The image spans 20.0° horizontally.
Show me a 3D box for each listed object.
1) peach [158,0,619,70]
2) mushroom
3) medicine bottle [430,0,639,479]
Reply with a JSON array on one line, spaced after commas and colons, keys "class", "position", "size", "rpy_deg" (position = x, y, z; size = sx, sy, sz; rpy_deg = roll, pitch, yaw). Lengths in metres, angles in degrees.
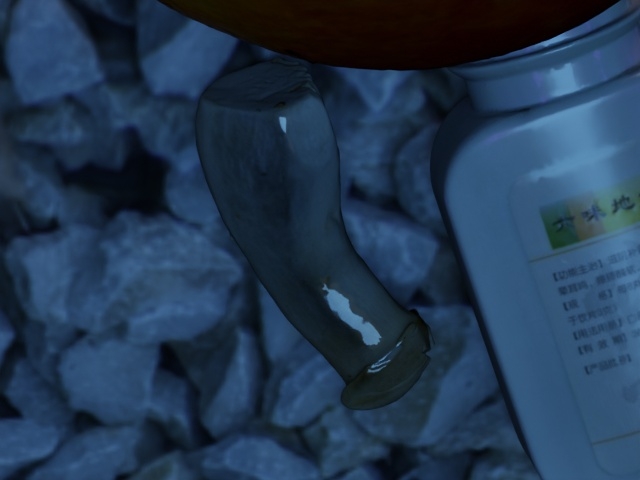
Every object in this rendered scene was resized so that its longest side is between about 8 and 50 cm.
[{"class": "peach", "position": [0.020, -0.259, 0.887], "size": [0.388, 0.388, 0.388], "rpy_deg": [-1, 104, -3]}, {"class": "mushroom", "position": [-0.004, 0.002, 1.088], "size": [0.092, 0.081, 0.223], "rpy_deg": [-16, 108, 21]}, {"class": "medicine bottle", "position": [0.169, -0.008, 1.075], "size": [0.179, 0.124, 0.324], "rpy_deg": [-20, 106, 1]}]
